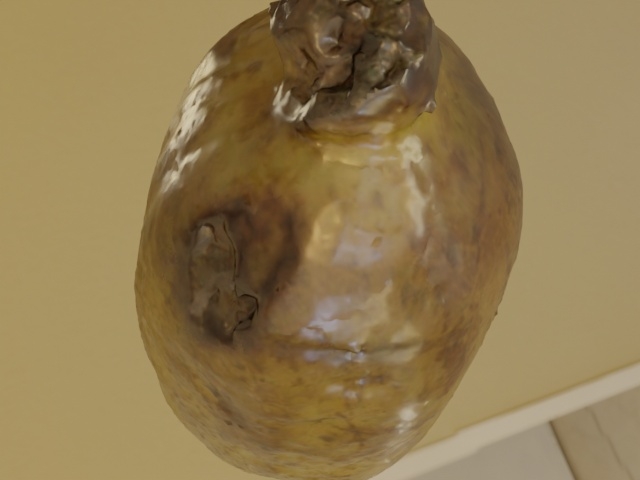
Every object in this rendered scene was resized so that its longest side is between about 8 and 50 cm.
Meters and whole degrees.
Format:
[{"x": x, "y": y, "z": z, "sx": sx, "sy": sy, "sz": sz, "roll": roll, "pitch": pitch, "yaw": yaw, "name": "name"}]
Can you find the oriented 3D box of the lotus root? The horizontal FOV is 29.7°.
[{"x": 0.000, "y": 0.000, "z": 0.423, "sx": 0.260, "sy": 0.129, "sz": 0.145, "roll": 106, "pitch": 163, "yaw": -59, "name": "lotus root"}]
